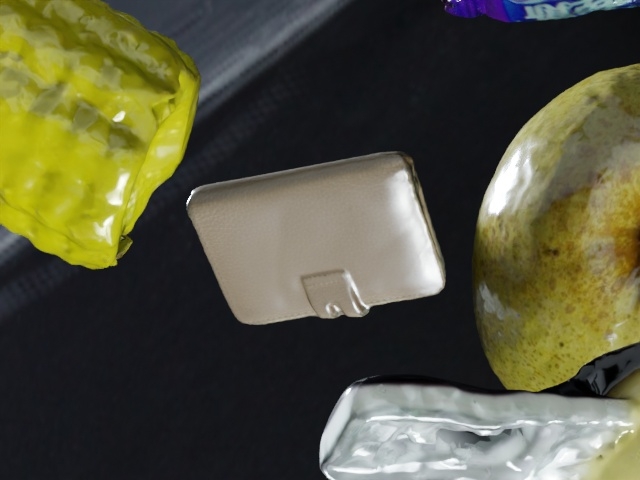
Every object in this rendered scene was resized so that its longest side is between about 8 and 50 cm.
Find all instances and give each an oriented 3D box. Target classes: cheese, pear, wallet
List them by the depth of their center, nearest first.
[{"bbox_3d":[0.079,0.044,0.389,0.162,0.086,0.036,6,-127,-19],"label":"cheese"},{"bbox_3d":[0.185,0.002,1.013,0.188,0.211,0.228,34,-91,16],"label":"pear"},{"bbox_3d":[0.000,0.000,1.145,0.153,0.118,0.039,-10,-149,13],"label":"wallet"}]

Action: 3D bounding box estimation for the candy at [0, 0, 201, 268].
[{"bbox_3d":[-0.150,-0.074,0.722,0.199,0.106,0.094,29,-154,-2],"label":"candy"}]

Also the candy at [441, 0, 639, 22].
[{"bbox_3d":[0.222,-0.231,1.426,0.275,0.145,0.070,-5,-107,17],"label":"candy"}]
